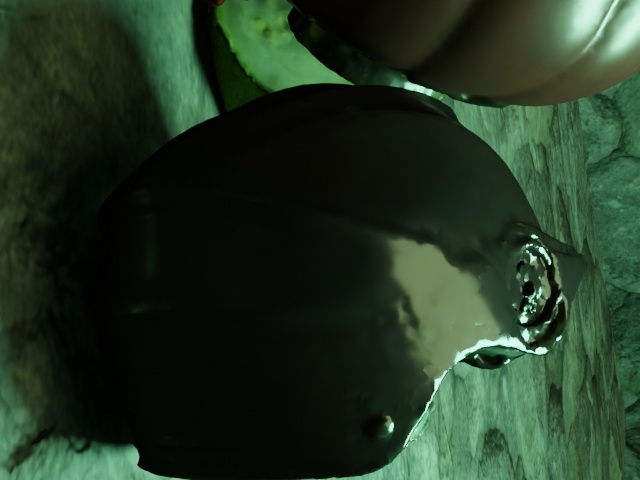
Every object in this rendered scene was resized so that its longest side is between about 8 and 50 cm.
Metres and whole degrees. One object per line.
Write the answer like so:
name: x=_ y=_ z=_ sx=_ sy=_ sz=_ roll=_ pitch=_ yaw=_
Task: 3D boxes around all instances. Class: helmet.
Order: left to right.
helmet: x=0.000 y=0.000 z=0.789 sx=0.305 sy=0.225 sz=0.177 roll=-36 pitch=109 yaw=-43

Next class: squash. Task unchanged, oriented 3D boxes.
squash: x=-0.026 y=-0.111 z=1.077 sx=0.260 sy=0.189 sz=0.189 roll=133 pitch=-36 yaw=-63

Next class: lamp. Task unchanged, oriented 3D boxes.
lamp: x=0.090 y=-0.212 z=0.863 sx=0.257 sy=0.303 sz=0.303 roll=-57 pitch=177 yaw=24

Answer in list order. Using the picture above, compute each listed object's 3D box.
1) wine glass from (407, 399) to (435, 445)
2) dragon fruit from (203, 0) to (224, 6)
wine glass: x=0.000 y=0.061 z=0.994 sx=0.122 sy=0.122 sz=0.183 roll=-65 pitch=140 yaw=-57
dragon fruit: x=-0.057 y=-0.277 z=0.661 sx=0.302 sy=0.240 sz=0.330 roll=15 pitch=64 yaw=-55
